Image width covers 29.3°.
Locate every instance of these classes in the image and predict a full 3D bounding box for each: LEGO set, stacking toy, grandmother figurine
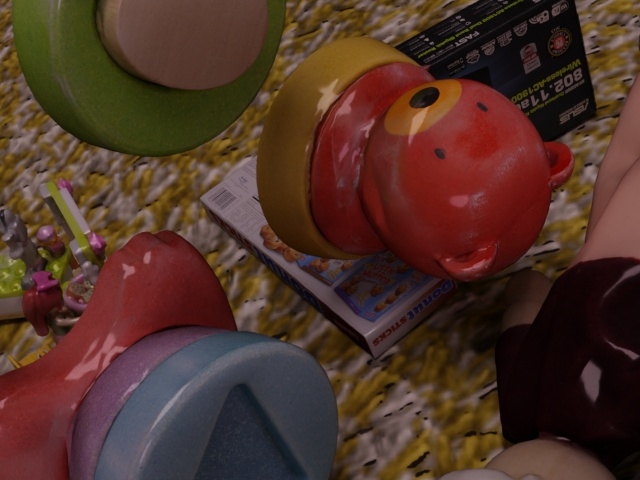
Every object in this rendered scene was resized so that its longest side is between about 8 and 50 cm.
[{"bbox_3d":[-0.184,0.024,0.716,0.287,0.107,0.132,23,58,37],"label":"LEGO set"},{"bbox_3d":[-0.035,0.002,0.538,0.130,0.279,0.309,24,73,41],"label":"stacking toy"},{"bbox_3d":[0.146,0.031,0.562,0.104,0.208,0.342,30,67,-2],"label":"grandmother figurine"}]

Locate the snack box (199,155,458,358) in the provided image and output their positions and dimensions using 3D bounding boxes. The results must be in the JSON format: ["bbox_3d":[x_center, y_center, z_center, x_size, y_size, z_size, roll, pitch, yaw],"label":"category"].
[{"bbox_3d":[0.000,0.000,0.730,0.064,0.022,0.178,-37,45,-15],"label":"snack box"}]

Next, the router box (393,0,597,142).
[{"bbox_3d":[0.100,-0.092,0.732,0.122,0.092,0.038,-30,39,-9],"label":"router box"}]
